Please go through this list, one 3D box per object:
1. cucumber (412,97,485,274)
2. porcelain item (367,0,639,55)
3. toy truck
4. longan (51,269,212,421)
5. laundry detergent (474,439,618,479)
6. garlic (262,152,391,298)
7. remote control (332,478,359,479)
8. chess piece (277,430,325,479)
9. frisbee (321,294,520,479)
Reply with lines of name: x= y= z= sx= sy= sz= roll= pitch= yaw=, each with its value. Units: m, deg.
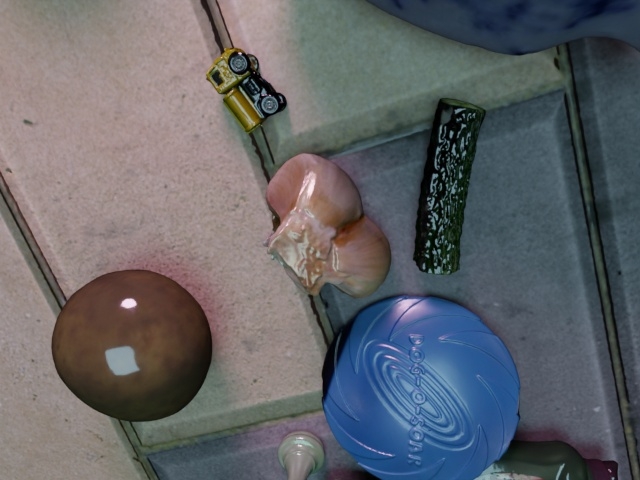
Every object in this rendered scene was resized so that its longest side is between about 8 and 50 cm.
cucumber: x=0.135 y=-0.058 z=0.511 sx=0.058 sy=0.058 sz=0.186 roll=5 pitch=108 yaw=4
porcelain item: x=0.138 y=-0.274 z=0.351 sx=0.406 sy=0.242 sz=0.178 roll=21 pitch=86 yaw=3
toy truck: x=-0.081 y=-0.163 z=0.502 sx=0.054 sy=0.049 sz=0.083 roll=-33 pitch=103 yaw=16
longan: x=-0.224 y=0.128 z=0.553 sx=0.205 sy=0.159 sz=0.184 roll=-24 pitch=104 yaw=26
laundry detergent: x=0.271 y=0.321 z=0.611 sx=0.222 sy=0.078 sz=0.144 roll=-5 pitch=109 yaw=5
garlic: x=0.005 y=-0.008 z=0.527 sx=0.124 sy=0.099 sz=0.174 roll=-43 pitch=104 yaw=-3
remote control: x=0.063 y=0.494 z=0.690 sx=0.128 sy=0.065 sz=0.335 roll=1 pitch=108 yaw=3
chess piece: x=-0.031 y=0.311 z=0.620 sx=0.067 sy=0.103 sz=0.067 roll=2 pitch=108 yaw=6
frisbee: x=0.116 y=0.187 z=0.564 sx=0.242 sy=0.045 sz=0.241 roll=0 pitch=90 yaw=12
